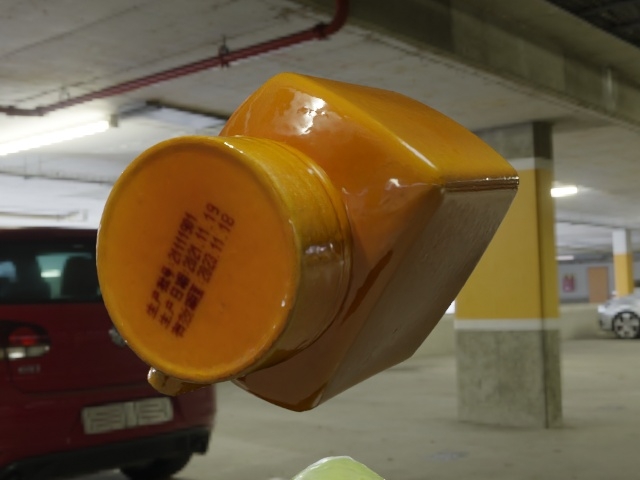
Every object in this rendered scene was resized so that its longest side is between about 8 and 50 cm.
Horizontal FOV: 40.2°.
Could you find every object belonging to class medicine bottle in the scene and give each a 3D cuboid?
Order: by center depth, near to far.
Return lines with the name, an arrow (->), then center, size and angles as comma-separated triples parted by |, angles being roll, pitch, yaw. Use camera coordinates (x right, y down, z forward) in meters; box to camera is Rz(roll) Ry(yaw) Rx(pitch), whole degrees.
medicine bottle -> -0.001, 0.000, 0.446 | 0.112, 0.149, 0.222 | 36, 19, 21

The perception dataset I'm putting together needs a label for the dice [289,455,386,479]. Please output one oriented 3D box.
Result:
dice -> -0.017, 0.337, 0.668 | 0.250, 0.252, 0.254 | -32, -10, -28
